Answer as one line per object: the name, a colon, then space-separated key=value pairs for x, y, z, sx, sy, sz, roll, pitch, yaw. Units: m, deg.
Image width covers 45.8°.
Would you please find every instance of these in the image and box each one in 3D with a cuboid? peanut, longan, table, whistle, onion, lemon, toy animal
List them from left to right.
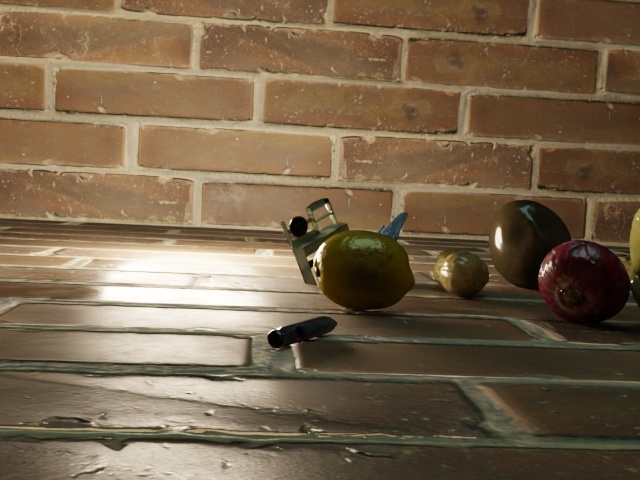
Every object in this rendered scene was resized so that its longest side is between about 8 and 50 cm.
whistle: x=-0.028 y=0.146 z=1.222 sx=0.033 sy=0.033 sz=0.176 roll=5 pitch=6 yaw=29
table: x=0.000 y=0.000 z=1.884 sx=0.146 sy=0.175 sz=0.062 roll=-30 pitch=19 yaw=-30
lemon: x=0.088 y=0.062 z=1.549 sx=0.208 sy=0.169 sz=0.170 roll=5 pitch=5 yaw=1
toy animal: x=0.150 y=0.032 z=2.023 sx=0.176 sy=0.239 sz=0.255 roll=31 pitch=33 yaw=-33
peanut: x=0.347 y=0.075 z=1.868 sx=0.125 sy=0.111 sz=0.274 roll=7 pitch=5 yaw=1
longan: x=0.554 y=0.010 z=2.019 sx=0.215 sy=0.246 sz=0.246 roll=-33 pitch=21 yaw=-23
onion: x=0.527 y=0.082 z=1.513 sx=0.154 sy=0.177 sz=0.177 roll=-26 pitch=15 yaw=-19

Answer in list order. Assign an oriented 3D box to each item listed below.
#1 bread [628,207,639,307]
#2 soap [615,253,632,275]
bread: x=0.739 y=0.038 z=1.417 sx=0.237 sy=0.320 sz=0.320 roll=-16 pitch=11 yaw=-19
soap: x=0.920 y=0.087 z=2.211 sx=0.174 sy=0.089 sz=0.274 roll=4 pitch=4 yaw=32
